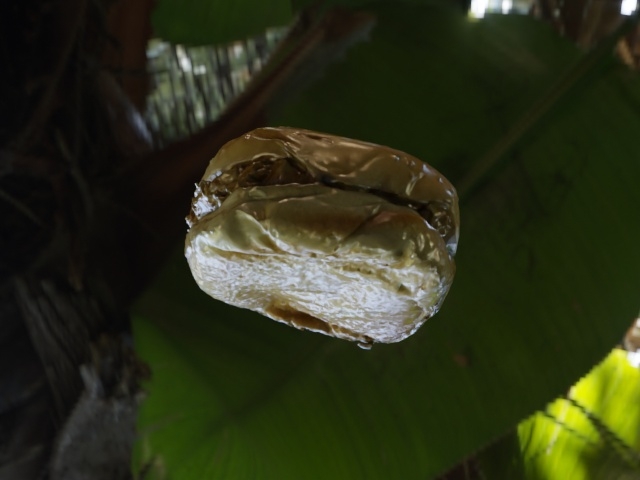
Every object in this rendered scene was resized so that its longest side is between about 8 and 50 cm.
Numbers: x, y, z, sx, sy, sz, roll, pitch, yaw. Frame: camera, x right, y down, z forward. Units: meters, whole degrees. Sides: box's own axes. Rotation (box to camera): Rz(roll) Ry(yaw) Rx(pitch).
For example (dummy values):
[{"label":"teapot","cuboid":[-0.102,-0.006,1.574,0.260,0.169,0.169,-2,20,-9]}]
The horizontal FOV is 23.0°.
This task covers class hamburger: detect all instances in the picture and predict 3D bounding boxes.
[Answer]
[{"label":"hamburger","cuboid":[0.000,-0.001,1.178,0.213,0.214,0.108,9,-117,10]}]
